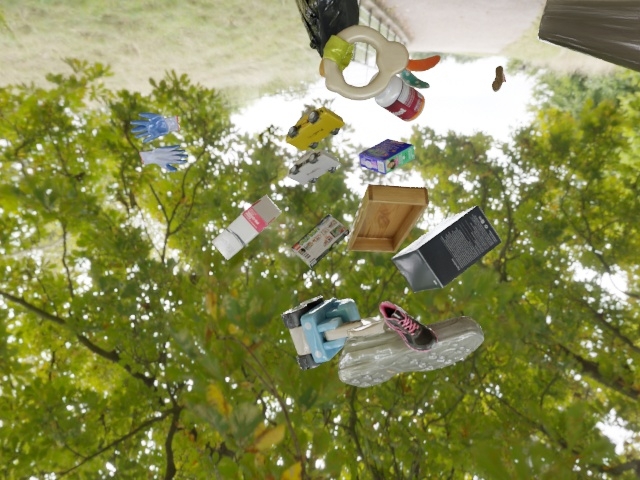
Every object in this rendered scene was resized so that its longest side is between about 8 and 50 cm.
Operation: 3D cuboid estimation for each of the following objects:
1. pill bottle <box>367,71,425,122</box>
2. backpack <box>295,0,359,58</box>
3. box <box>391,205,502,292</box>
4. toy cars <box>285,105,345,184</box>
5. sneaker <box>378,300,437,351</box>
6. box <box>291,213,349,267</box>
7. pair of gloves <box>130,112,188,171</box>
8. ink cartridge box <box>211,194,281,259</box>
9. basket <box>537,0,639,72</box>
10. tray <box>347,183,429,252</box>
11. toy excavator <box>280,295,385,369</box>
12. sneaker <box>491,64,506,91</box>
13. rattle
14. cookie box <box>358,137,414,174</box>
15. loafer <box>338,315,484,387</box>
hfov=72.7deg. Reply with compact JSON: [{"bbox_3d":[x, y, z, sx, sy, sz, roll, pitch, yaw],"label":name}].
[{"bbox_3d":[0.195,-0.373,1.126,0.152,0.086,0.086,17,-160,-38],"label":"pill bottle"},{"bbox_3d":[0.011,-0.841,1.416,0.273,0.290,0.355,-29,-105,-4],"label":"backpack"},{"bbox_3d":[0.594,0.048,2.081,0.395,0.293,0.212,-34,-91,-18],"label":"box"},{"bbox_3d":[-0.022,-0.308,1.392,0.176,0.393,0.087,1,-113,-2],"label":"toy cars"},{"bbox_3d":[0.141,0.139,0.724,0.047,0.057,0.119,-48,-137,-9],"label":"sneaker"},{"bbox_3d":[0.000,0.000,1.691,0.207,0.036,0.114,-42,-120,-12],"label":"box"},{"bbox_3d":[-0.518,-0.315,1.406,0.159,0.198,0.023,-5,-154,1],"label":"pair of gloves"},{"bbox_3d":[-0.288,-0.052,1.700,0.100,0.237,0.172,49,-158,-6],"label":"ink cartridge box"},{"bbox_3d":[0.510,-0.385,0.737,0.227,0.204,0.154,25,-106,26],"label":"basket"},{"bbox_3d":[0.232,-0.070,1.610,0.203,0.411,0.076,2,-114,-6],"label":"tray"},{"bbox_3d":[0.078,0.308,1.543,0.445,0.222,0.433,-20,180,25],"label":"toy excavator"},{"bbox_3d":[0.696,-0.613,1.693,0.042,0.067,0.118,6,-109,33],"label":"sneaker"},{"bbox_3d":[0.102,-0.314,0.809,0.200,0.130,0.143,-4,175,-4],"label":"rattle"},{"bbox_3d":[0.166,-0.212,1.088,0.107,0.040,0.092,-32,-142,-26],"label":"cookie box"},{"bbox_3d":[0.155,0.195,0.833,0.112,0.319,0.111,30,-133,-35],"label":"loafer"}]
